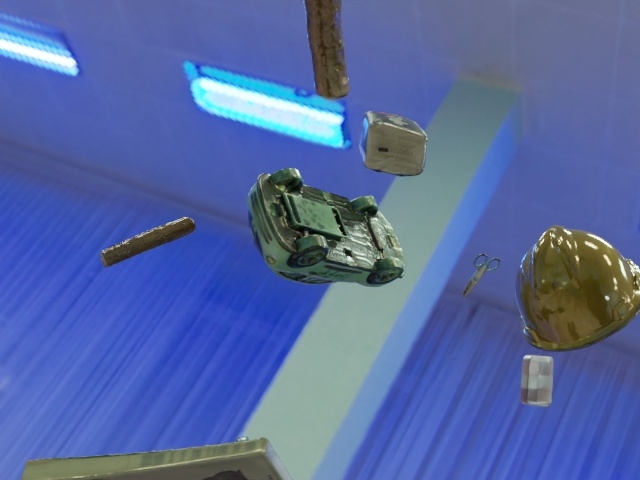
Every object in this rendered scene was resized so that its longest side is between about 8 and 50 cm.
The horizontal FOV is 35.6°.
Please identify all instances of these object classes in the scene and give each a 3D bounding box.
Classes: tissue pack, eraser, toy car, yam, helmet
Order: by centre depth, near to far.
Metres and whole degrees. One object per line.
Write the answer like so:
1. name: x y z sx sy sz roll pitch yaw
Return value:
1. yam: -0.248 0.001 1.435 0.032 0.145 0.032 40 -37 39
2. toy car: 0.000 0.000 1.458 0.125 0.136 0.306 -36 -31 28
3. yam: 0.006 -0.353 1.538 0.066 0.066 0.299 13 -50 28
4. helmet: 0.386 0.049 1.551 0.205 0.257 0.140 -19 -66 26
5. tissue pack: 0.118 -0.162 1.657 0.103 0.170 0.090 11 -76 -4
6. eraser: 0.456 0.295 2.097 0.065 0.105 0.026 8 -6 -25

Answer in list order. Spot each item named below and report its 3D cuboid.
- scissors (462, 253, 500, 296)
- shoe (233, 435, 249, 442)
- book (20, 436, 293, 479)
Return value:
1. scissors: 0.332 0.075 2.110 0.058 0.014 0.119 18 -55 -18
2. shoe: -0.158 0.409 1.642 0.078 0.195 0.079 6 -39 -5
3. book: -0.212 0.381 1.452 0.371 0.043 0.260 -10 -43 14
